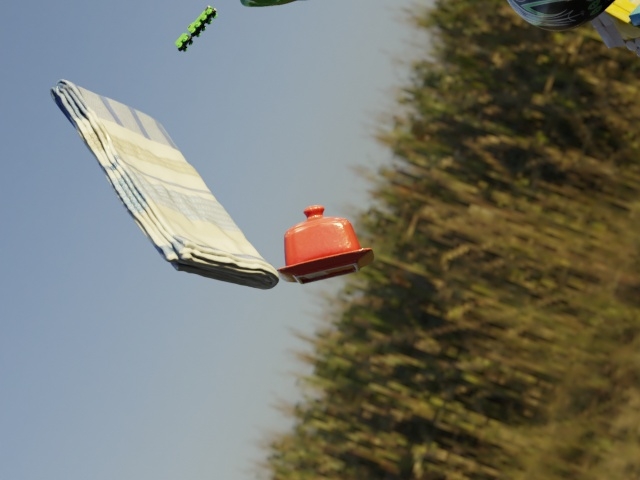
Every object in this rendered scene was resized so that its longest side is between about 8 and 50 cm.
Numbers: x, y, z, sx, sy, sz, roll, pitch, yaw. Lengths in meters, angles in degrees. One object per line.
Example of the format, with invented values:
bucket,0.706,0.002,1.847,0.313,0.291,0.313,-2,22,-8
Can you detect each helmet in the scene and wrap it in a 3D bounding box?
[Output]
helmet,0.357,-0.398,2.024,0.169,0.161,0.169,-22,-90,-81

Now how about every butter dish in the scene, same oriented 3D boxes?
butter dish,0.000,0.000,2.198,0.160,0.160,0.118,62,-165,-81

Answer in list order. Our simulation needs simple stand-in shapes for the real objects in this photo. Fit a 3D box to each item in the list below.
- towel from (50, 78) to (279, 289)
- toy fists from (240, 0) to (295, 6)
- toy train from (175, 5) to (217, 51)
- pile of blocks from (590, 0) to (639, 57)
towel,-0.171,-0.062,1.501,0.034,0.285,0.209,-46,-28,15
toy fists,-0.089,-0.488,2.110,0.279,0.142,0.096,91,170,-49
toy train,-0.183,-0.312,1.968,0.083,0.017,0.024,-46,41,14
pile of blocks,0.588,-0.312,2.069,0.112,0.362,0.149,-46,-19,-25
